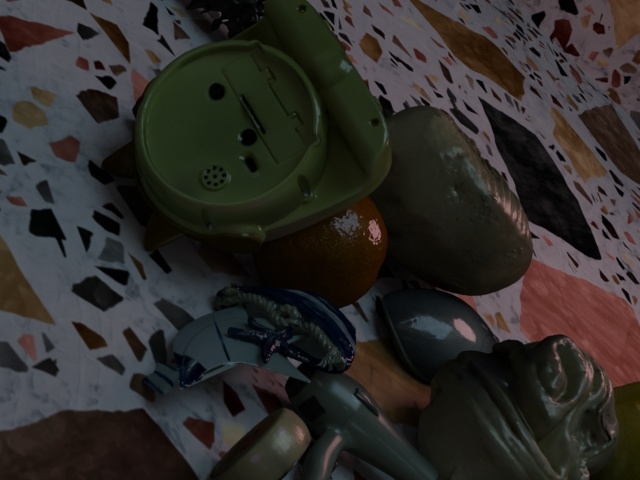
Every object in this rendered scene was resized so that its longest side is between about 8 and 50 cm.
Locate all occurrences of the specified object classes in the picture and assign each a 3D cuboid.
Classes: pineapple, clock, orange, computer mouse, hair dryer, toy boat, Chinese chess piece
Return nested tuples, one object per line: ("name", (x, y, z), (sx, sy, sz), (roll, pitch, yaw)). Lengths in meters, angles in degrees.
("pineapple", (-0.121, -0.398, 1.916), (0.364, 0.165, 0.165), (45, 29, -4))
("clock", (-0.105, -0.132, 1.453), (0.286, 0.348, 0.117), (59, -6, 19))
("orange", (0.000, 0.000, 1.567), (0.206, 0.206, 0.206), (34, 32, -25))
("computer mouse", (0.240, 0.161, 1.814), (0.379, 0.090, 0.167), (21, 40, -43))
("hair dryer", (0.048, 0.295, 1.390), (0.229, 0.092, 0.267), (28, 43, -22))
("toy boat", (-0.069, 0.131, 1.358), (0.210, 0.070, 0.291), (13, 23, 13))
("Chinese chess piece", (-0.066, 0.240, 1.249), (0.051, 0.122, 0.122), (47, 28, -4))

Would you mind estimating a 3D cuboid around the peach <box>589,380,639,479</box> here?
("peach", (0.524, 0.377, 1.744), (0.314, 0.282, 0.316), (9, 29, -2))

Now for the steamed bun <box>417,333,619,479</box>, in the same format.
("steamed bun", (0.274, 0.237, 1.570), (0.320, 0.275, 0.206), (-44, 131, -63))

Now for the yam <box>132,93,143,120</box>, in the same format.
("yam", (-0.179, -0.132, 1.573), (0.183, 0.107, 0.107), (54, 29, 14))

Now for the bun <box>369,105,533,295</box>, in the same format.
("bun", (0.199, -0.046, 1.839), (0.326, 0.234, 0.362), (54, 7, 37))
